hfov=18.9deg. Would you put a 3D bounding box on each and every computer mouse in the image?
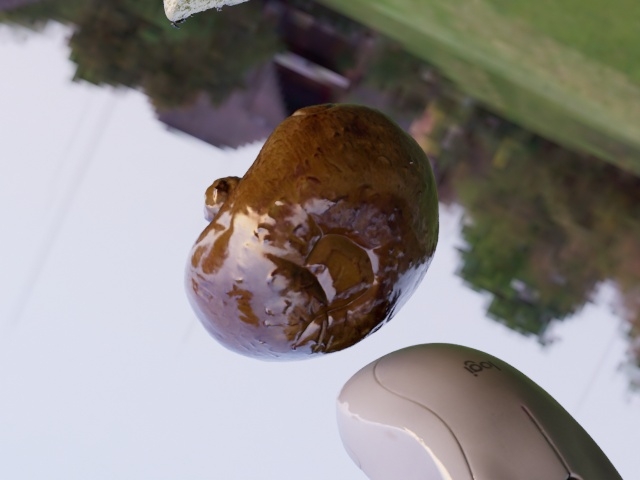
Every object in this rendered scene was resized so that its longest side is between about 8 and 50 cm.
[{"bbox_3d":[0.145,0.177,1.556,0.184,0.121,0.297,-3,-146,-41],"label":"computer mouse"}]

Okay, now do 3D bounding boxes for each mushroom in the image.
[{"bbox_3d":[0.003,0.006,1.538,0.194,0.231,0.138,24,-164,-17],"label":"mushroom"}]

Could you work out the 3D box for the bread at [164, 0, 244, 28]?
[{"bbox_3d":[-0.098,-0.306,2.046,0.152,0.147,0.127,8,-132,-26],"label":"bread"}]
